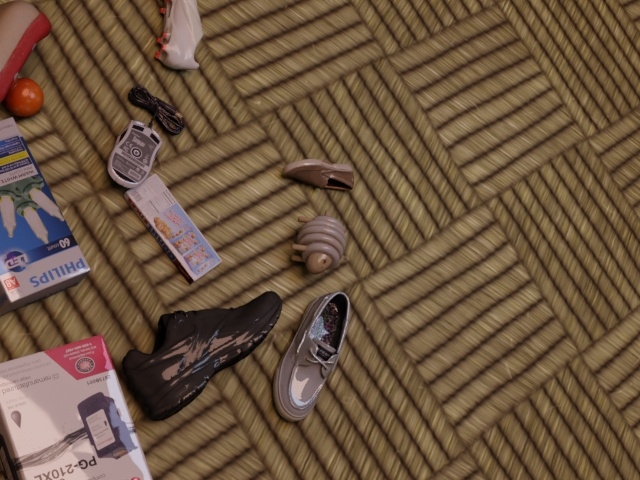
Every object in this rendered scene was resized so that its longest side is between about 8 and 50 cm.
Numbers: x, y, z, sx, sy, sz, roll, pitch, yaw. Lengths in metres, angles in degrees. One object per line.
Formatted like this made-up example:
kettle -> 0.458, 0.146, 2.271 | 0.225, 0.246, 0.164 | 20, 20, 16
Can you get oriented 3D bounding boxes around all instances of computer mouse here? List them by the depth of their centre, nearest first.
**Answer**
computer mouse -> -0.293, -0.156, 1.772 | 0.106, 0.042, 0.193 | 35, 52, -17

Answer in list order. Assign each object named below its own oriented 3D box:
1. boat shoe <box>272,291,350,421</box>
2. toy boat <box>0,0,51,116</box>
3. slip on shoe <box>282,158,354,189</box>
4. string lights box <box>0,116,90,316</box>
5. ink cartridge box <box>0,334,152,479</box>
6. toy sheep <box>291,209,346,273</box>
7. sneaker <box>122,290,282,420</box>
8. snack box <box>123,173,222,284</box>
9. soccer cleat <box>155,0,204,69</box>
boat shoe -> -0.010, 0.177, 1.757 | 0.079, 0.081, 0.228 | 29, 58, -15
toy boat -> -0.479, -0.249, 1.671 | 0.151, 0.151, 0.231 | 49, 50, -40
slip on shoe -> -0.001, -0.109, 1.903 | 0.135, 0.051, 0.041 | 4, 65, -35
string lights box -> -0.458, -0.036, 1.610 | 0.133, 0.076, 0.260 | -25, 83, -35
ink cartridge box -> -0.351, 0.273, 1.523 | 0.172, 0.100, 0.237 | -15, 77, -31
toy sheep -> 0.000, 0.000, 1.837 | 0.091, 0.091, 0.132 | 24, 55, -18
sneaker -> -0.174, 0.145, 1.674 | 0.286, 0.109, 0.130 | -36, 83, -36
snack box -> -0.234, -0.019, 1.755 | 0.064, 0.022, 0.178 | -37, 89, -35
soccer cleat -> -0.232, -0.380, 1.886 | 0.076, 0.068, 0.196 | 15, 70, -28
